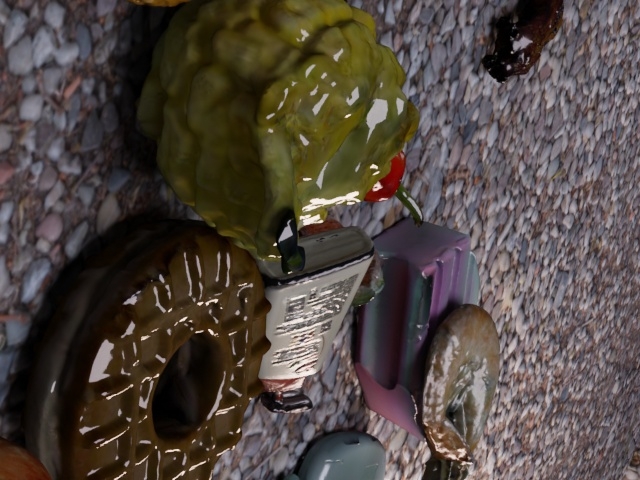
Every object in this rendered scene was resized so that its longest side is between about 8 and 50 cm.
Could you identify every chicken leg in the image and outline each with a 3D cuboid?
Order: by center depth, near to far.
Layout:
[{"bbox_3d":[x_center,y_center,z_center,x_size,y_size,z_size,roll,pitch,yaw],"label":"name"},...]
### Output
[{"bbox_3d":[0.310,-0.317,1.961,0.234,0.063,0.105,-50,150,-37],"label":"chicken leg"}]

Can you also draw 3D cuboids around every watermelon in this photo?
[{"bbox_3d":[-0.007,0.015,1.626,0.158,0.121,0.098,38,47,-15],"label":"watermelon"}]

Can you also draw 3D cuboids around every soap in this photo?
[{"bbox_3d":[0.137,0.135,1.877,0.193,0.109,0.324,-31,131,-49],"label":"soap"}]

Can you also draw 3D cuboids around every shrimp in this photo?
[{"bbox_3d":[0.177,0.241,1.836,0.168,0.077,0.317,3,100,-50],"label":"shrimp"}]

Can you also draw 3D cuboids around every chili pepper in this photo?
[{"bbox_3d":[0.006,-0.080,1.528,0.368,0.091,0.137,-2,90,-52],"label":"chili pepper"}]

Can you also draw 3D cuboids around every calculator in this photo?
[{"bbox_3d":[0.017,0.361,1.869,0.299,0.041,0.186,9,99,-63],"label":"calculator"}]

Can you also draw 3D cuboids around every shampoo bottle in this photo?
[{"bbox_3d":[-0.032,0.112,1.569,0.153,0.071,0.284,-16,142,-27],"label":"shampoo bottle"}]

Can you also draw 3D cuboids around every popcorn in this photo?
[{"bbox_3d":[-0.045,-0.119,1.273,0.293,0.237,0.293,-32,129,-51],"label":"popcorn"}]

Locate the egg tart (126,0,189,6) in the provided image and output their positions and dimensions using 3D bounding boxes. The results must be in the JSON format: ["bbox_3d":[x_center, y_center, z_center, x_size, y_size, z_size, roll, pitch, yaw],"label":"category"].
[{"bbox_3d":[-0.116,-0.366,1.076,0.352,0.150,0.352,-34,143,-31],"label":"egg tart"}]

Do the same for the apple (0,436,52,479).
[{"bbox_3d":[-0.301,0.237,1.141,0.146,0.146,0.131,-53,142,-29],"label":"apple"}]

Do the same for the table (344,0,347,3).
[{"bbox_3d":[0.008,-0.245,1.419,0.121,0.111,0.240,-34,134,-47],"label":"table"}]

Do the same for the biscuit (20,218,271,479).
[{"bbox_3d":[-0.170,0.137,1.346,0.332,0.103,0.332,-38,138,-45],"label":"biscuit"}]
